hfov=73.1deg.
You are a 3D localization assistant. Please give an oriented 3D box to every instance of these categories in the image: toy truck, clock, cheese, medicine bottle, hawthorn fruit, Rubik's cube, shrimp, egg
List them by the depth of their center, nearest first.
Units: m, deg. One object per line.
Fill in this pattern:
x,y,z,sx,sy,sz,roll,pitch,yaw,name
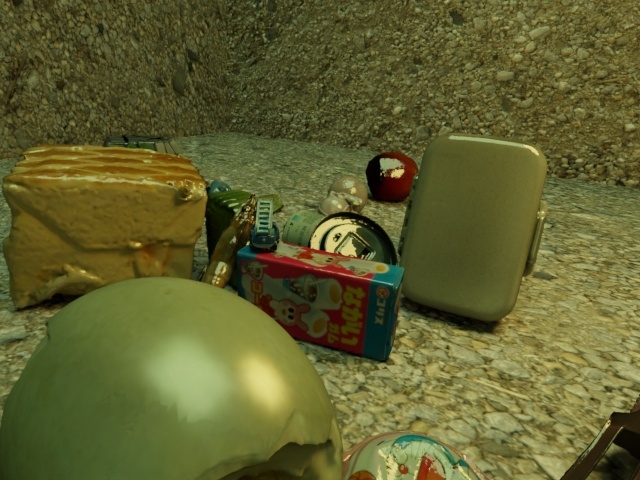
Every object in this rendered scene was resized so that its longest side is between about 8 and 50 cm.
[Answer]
-0.153,0.177,0.429,0.278,0.278,0.336,-16,29,-42,egg
0.140,0.279,0.453,0.285,0.074,0.189,8,24,13,cheese
-0.103,-0.030,0.803,0.056,0.090,0.073,3,20,-3,toy truck
-0.207,0.039,0.871,0.058,0.296,0.169,37,-28,-24,shrimp
0.313,-0.030,0.913,0.282,0.375,0.123,13,4,21,medicine bottle
0.072,0.034,0.993,0.214,0.042,0.215,9,61,-17,clock
0.000,0.000,1.125,0.168,0.135,0.135,20,26,37,medicine bottle
-0.543,-0.178,1.315,0.319,0.319,0.264,-17,55,-42,Rubik's cube
0.310,-0.263,1.776,0.249,0.215,0.215,2,21,1,hawthorn fruit

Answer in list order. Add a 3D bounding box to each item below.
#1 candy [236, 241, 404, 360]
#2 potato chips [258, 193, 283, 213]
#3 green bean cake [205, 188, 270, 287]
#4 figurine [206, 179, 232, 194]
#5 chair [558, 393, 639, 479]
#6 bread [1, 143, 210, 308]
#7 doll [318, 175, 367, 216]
-0.005,0.104,0.816,0.305,0.157,0.100,11,22,19,candy
-0.202,-0.140,1.613,0.142,0.026,0.209,-6,25,-31,potato chips
-0.197,-0.012,1.029,0.113,0.200,0.214,-11,26,-31,green bean cake
-0.389,-0.165,1.545,0.178,0.114,0.144,-1,18,12,figurine
0.413,0.277,0.498,0.326,0.183,0.175,-50,40,-8,chair
-0.477,-0.058,0.994,0.389,0.280,0.371,-4,25,-26,bread
0.070,-0.126,1.463,0.150,0.151,0.287,10,25,15,doll
